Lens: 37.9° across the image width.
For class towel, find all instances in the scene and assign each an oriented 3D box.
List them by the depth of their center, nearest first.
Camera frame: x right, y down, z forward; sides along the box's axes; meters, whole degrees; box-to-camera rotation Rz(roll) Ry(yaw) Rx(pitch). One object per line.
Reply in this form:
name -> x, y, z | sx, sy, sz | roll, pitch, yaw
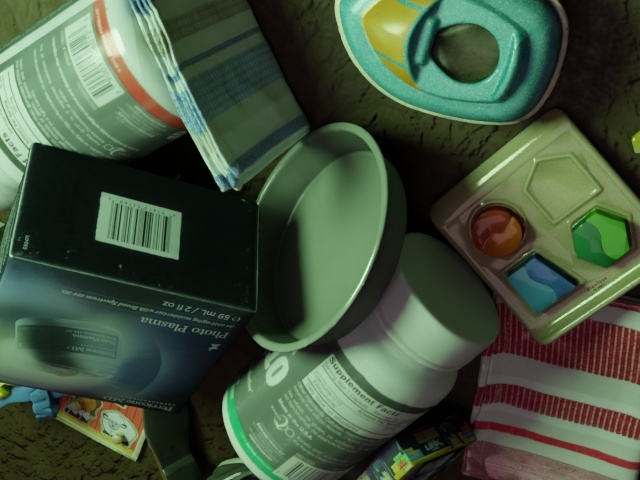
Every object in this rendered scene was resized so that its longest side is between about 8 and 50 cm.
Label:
towel -> -0.117, -0.218, 1.100 | 0.034, 0.209, 0.285 | -16, 107, 35
towel -> 0.325, 0.211, 1.240 | 0.237, 0.037, 0.329 | 12, 117, 14

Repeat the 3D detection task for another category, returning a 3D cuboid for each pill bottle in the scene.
pill bottle -> -0.308, -0.182, 1.189 | 0.363, 0.210, 0.210 | -23, 105, 28
pill bottle -> 0.048, 0.164, 1.223 | 0.204, 0.204, 0.361 | 43, 121, -3

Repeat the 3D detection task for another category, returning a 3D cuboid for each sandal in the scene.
sandal -> -0.395, 0.179, 1.451 | 0.317, 0.126, 0.138 | -33, 121, 23

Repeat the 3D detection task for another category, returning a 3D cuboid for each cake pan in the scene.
cake pan -> 0.000, 0.000, 1.147 | 0.054, 0.293, 0.293 | 21, 129, -34

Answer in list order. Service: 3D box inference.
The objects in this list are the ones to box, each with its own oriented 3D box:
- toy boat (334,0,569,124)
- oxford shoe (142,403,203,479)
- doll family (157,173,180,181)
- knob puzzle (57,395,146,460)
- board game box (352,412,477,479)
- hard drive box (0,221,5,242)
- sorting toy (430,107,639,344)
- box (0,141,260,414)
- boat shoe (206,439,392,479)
toy boat -> 0.146, -0.282, 1.006 | 0.267, 0.148, 0.318 | 17, 119, 13
oxford shoe -> -0.248, 0.312, 1.488 | 0.076, 0.076, 0.212 | 11, 114, 61
doll family -> -0.232, -0.042, 1.305 | 0.193, 0.076, 0.111 | -13, 121, 25
knob puzzle -> -0.355, 0.260, 1.522 | 0.213, 0.030, 0.213 | 8, 116, 17
board game box -> 0.115, 0.317, 1.288 | 0.048, 0.141, 0.170 | 56, 130, 25
hard drive box -> -0.613, 0.052, 1.486 | 0.181, 0.089, 0.232 | 22, 120, 9
sorting toy -> 0.309, -0.038, 1.106 | 0.307, 0.041, 0.229 | -40, 90, 26
box -> -0.267, 0.066, 1.196 | 0.296, 0.183, 0.294 | 15, 140, -21
boat shoe -> -0.040, 0.373, 1.418 | 0.335, 0.095, 0.112 | -19, 106, 27
